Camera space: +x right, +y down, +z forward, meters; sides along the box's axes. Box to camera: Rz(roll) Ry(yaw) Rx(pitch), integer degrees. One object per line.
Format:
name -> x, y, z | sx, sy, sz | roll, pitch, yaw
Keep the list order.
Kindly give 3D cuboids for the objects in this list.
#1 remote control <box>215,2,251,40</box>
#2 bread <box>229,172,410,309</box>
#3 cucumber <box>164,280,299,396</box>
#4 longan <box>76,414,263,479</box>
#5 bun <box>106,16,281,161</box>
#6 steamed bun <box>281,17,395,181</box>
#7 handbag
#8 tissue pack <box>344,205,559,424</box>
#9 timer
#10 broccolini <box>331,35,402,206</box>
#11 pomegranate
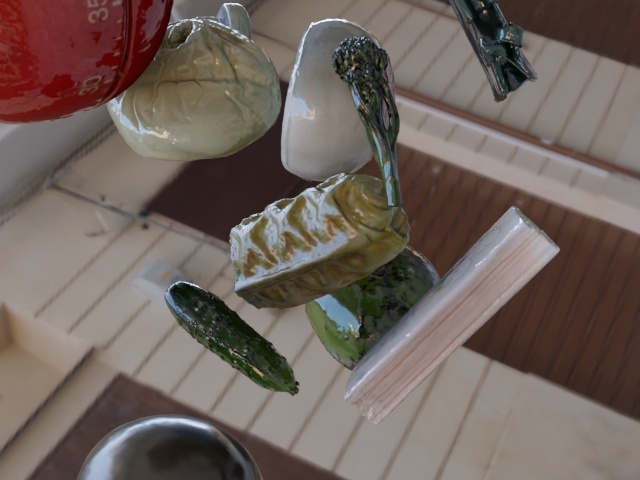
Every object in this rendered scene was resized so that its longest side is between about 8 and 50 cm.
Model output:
remote control -> -0.143, -0.278, 1.404 | 0.221, 0.042, 0.078 | 141, 119, -68
bread -> 0.000, 0.000, 1.311 | 0.267, 0.152, 0.130 | -24, 36, 37
cucumber -> -0.118, 0.134, 1.287 | 0.069, 0.227, 0.069 | -51, -8, -10
longan -> -0.179, 0.397, 1.251 | 0.288, 0.350, 0.288 | -33, -12, -8
bun -> -0.168, -0.203, 1.225 | 0.229, 0.229, 0.145 | -53, -37, -46
steamed bun -> 0.039, -0.235, 1.630 | 0.283, 0.177, 0.283 | 10, -90, -87
handbag -> 0.273, -0.403, 1.635 | 0.089, 0.326, 0.238 | -26, 1, 13
tissue pack -> 0.170, 0.096, 1.257 | 0.325, 0.071, 0.170 | -46, 2, 9
timer -> -0.328, -0.320, 1.041 | 0.279, 0.378, 0.378 | -26, -38, -36
broccolini -> 0.072, -0.140, 1.096 | 0.068, 0.203, 0.091 | -21, 1, -8
pomegranate -> 0.113, 0.164, 1.887 | 0.341, 0.285, 0.285 | 87, -152, -42
